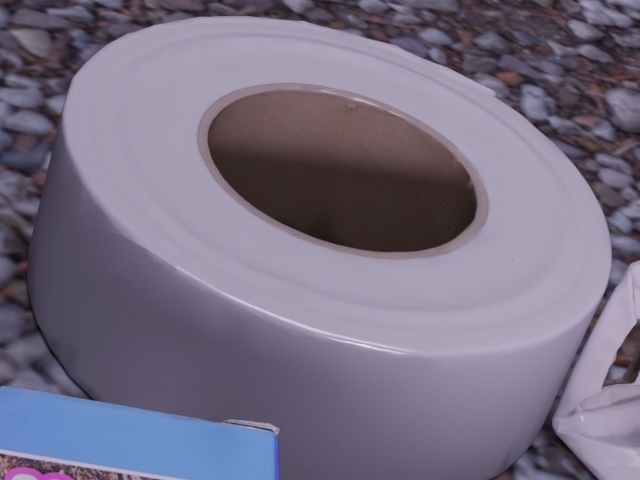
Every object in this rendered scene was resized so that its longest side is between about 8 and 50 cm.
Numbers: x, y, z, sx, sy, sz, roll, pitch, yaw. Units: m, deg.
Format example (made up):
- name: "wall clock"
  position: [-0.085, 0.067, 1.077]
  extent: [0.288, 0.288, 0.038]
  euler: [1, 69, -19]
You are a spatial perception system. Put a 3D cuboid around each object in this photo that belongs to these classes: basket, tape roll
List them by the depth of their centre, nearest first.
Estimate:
- name: "basket"
  position: [0.215, 0.093, 0.886]
  extent: [0.103, 0.113, 0.167]
  euler: [-7, 41, -40]
- name: "tape roll"
  position: [0.000, 0.000, 0.922]
  extent: [0.286, 0.100, 0.286]
  euler: [13, 34, -9]

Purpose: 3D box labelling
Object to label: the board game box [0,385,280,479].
- name: "board game box"
  position: [-0.139, 0.187, 0.491]
  extent: [0.232, 0.141, 0.291]
  euler: [11, 47, -13]
